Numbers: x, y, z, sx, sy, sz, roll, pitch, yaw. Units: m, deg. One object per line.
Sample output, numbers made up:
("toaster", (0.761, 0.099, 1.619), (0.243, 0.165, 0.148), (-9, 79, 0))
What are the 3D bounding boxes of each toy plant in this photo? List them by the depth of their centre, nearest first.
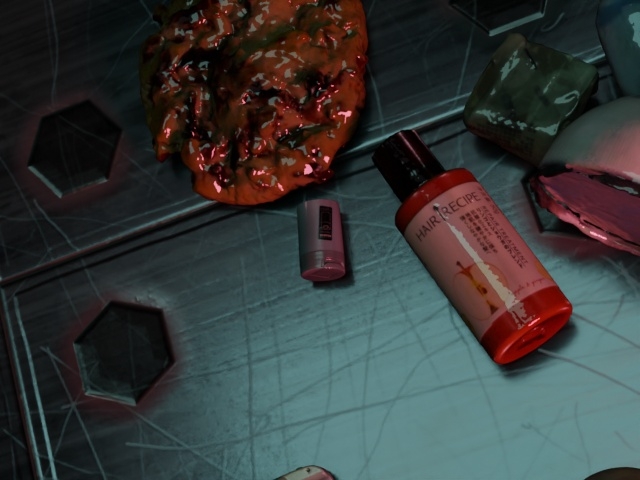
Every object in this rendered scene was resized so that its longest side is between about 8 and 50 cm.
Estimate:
("toy plant", (0.382, -0.157, 1.358), (0.247, 0.247, 0.332), (22, 82, 20))

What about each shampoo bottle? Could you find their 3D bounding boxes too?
("shampoo bottle", (0.153, -0.004, 1.441), (0.104, 0.104, 0.278), (-36, 68, 2))

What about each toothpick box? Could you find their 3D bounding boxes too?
("toothpick box", (0.000, 0.000, 1.508), (0.052, 0.052, 0.083), (-9, 71, 12))

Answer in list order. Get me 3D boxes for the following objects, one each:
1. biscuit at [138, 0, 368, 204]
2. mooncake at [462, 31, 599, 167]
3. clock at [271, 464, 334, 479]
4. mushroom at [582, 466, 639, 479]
("biscuit", (-0.086, -0.207, 1.580), (0.290, 0.081, 0.334), (-9, 70, 11))
("mooncake", (0.234, -0.156, 1.482), (0.125, 0.073, 0.130), (29, 80, 22))
("clock", (-0.017, 0.316, 1.423), (0.101, 0.041, 0.135), (-26, 69, 6))
("mushroom", (0.315, 0.321, 1.279), (0.206, 0.209, 0.206), (-6, 82, 41))
